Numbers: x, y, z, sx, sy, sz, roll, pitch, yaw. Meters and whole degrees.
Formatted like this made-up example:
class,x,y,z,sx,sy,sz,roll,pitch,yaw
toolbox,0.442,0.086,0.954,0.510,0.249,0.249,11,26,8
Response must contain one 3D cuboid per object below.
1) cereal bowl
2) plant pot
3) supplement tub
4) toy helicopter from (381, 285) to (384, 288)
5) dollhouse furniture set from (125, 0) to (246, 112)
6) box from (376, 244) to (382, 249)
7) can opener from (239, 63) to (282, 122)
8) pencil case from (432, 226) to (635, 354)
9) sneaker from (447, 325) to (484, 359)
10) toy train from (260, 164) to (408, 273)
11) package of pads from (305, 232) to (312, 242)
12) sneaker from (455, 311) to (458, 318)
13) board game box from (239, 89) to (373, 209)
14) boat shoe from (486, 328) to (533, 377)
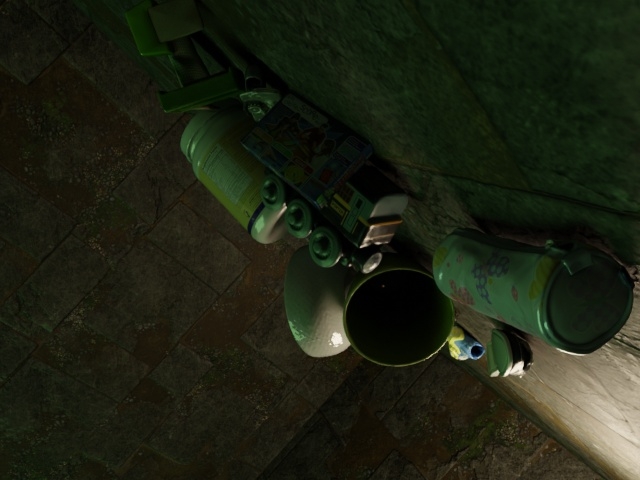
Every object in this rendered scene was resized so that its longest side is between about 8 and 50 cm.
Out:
class,x,y,z,sx,sy,sz,roll,pitch,yaw
cereal bowl,0.037,0.167,1.409,0.141,0.338,0.339,-12,145,26
plant pot,0.194,0.146,1.318,0.275,0.275,0.293,43,-166,-12
supplement tub,-0.173,-0.181,1.232,0.331,0.241,0.241,46,177,11
toy helicopter,0.238,0.201,1.669,0.140,0.234,0.355,14,149,20
dollhouse furniture set,-0.242,-0.380,0.996,0.301,0.152,0.197,-83,-25,-76
box,0.064,-0.053,1.331,0.153,0.108,0.207,46,175,-40
can opener,-0.092,-0.265,0.993,0.076,0.094,0.283,-4,171,9
pencil case,0.247,0.049,0.614,0.124,0.114,0.273,53,174,-11
sneaker,0.541,0.408,1.764,0.126,0.091,0.240,38,173,41
toy train,0.015,-0.091,0.917,0.142,0.190,0.334,-6,-138,-44
package of pads,0.000,0.000,1.354,0.083,0.050,0.032,37,173,45
sneaker,0.356,0.232,1.598,0.162,0.106,0.281,45,177,12
board game box,-0.028,-0.163,0.835,0.201,0.136,0.035,41,175,26
boat shoe,0.454,0.268,1.139,0.302,0.091,0.114,50,-145,-71
